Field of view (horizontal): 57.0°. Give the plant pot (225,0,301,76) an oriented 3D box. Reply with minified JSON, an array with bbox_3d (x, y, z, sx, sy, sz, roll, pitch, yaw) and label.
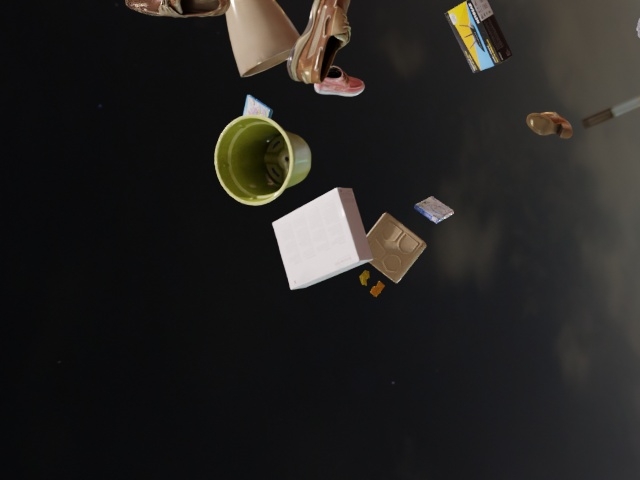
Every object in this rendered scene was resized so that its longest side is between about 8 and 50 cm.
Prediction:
[{"bbox_3d":[-0.220,-0.754,2.062,0.256,0.257,0.274,-39,-72,-53],"label":"plant pot"}]

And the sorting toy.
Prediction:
[{"bbox_3d":[0.266,0.068,2.467,0.229,0.307,0.041,38,178,-3],"label":"sorting toy"}]

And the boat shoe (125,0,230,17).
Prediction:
[{"bbox_3d":[-0.446,-0.751,1.823,0.116,0.325,0.123,-93,1,-62],"label":"boat shoe"}]

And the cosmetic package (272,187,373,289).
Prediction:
[{"bbox_3d":[0.000,0.000,2.253,0.097,0.377,0.284,-2,-108,-47],"label":"cosmetic package"}]

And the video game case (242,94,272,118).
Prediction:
[{"bbox_3d":[-0.228,-0.433,2.087,0.015,0.119,0.166,-3,-149,-37],"label":"video game case"}]

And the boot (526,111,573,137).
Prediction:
[{"bbox_3d":[0.878,-0.468,2.300,0.197,0.073,0.152,20,-146,-10],"label":"boot"}]

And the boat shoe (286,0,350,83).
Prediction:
[{"bbox_3d":[0.028,-0.580,1.641,0.324,0.120,0.122,-65,-21,4],"label":"boat shoe"}]

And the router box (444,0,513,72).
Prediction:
[{"bbox_3d":[0.411,-0.538,1.537,0.046,0.133,0.179,-33,-77,-12],"label":"router box"}]

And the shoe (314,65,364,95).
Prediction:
[{"bbox_3d":[0.072,-0.521,1.927,0.178,0.081,0.063,-5,-111,-20],"label":"shoe"}]

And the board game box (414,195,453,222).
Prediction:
[{"bbox_3d":[0.359,-0.098,1.863,0.090,0.020,0.090,-26,-127,-38],"label":"board game box"}]

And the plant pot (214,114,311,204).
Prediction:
[{"bbox_3d":[-0.158,-0.261,1.916,0.254,0.276,0.276,-18,-94,-65],"label":"plant pot"}]

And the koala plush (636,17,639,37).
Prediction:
[{"bbox_3d":[0.935,-0.616,1.559,0.221,0.203,0.196,-75,-25,-44],"label":"koala plush"}]
